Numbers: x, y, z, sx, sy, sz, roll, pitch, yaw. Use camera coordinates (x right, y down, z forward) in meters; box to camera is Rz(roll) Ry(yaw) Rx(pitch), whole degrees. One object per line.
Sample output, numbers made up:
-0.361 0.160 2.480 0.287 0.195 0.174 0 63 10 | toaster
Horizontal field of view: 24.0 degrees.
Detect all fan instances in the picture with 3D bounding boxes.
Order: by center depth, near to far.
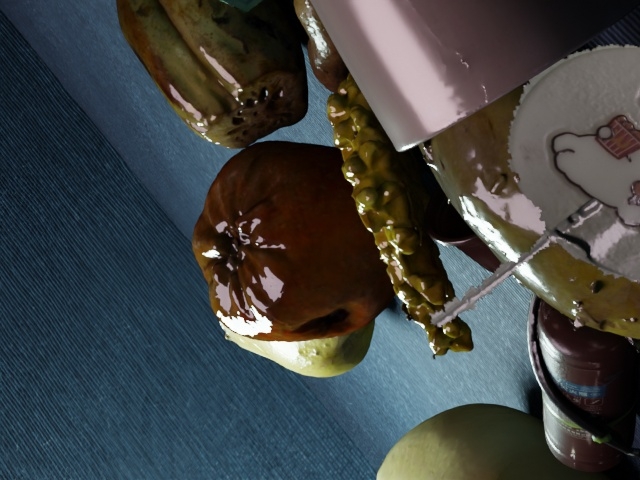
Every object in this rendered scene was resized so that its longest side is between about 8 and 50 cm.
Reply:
0.181 -0.016 1.080 0.191 0.009 0.329 42 132 -4 | fan

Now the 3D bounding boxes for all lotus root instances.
-0.135 -0.253 1.764 0.291 0.193 0.193 54 170 24 | lotus root

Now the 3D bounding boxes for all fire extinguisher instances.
0.265 0.125 1.427 0.141 0.105 0.341 32 161 24 | fire extinguisher

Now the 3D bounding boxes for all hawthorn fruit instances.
-0.019 -0.001 1.758 0.258 0.262 0.258 10 114 24 | hawthorn fruit

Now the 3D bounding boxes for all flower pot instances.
0.168 -0.015 1.426 0.089 0.111 0.111 46 175 -35 | flower pot

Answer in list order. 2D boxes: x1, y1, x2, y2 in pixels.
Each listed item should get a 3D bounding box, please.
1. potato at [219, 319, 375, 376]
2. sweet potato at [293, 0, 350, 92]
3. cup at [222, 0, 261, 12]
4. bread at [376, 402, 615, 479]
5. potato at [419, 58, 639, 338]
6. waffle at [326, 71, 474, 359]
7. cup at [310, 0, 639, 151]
-0.016 0.095 2.225 0.242 0.242 0.285 44 146 43 | potato
0.010 -0.211 1.596 0.065 0.051 0.218 44 166 27 | sweet potato
-0.133 -0.354 1.592 0.235 0.134 0.148 43 168 30 | cup
0.241 0.365 1.832 0.348 0.253 0.376 61 166 -9 | bread
0.179 -0.043 1.184 0.296 0.141 0.191 49 167 16 | potato
0.072 -0.041 1.536 0.293 0.069 0.260 -101 -15 -54 | waffle
0.100 -0.203 0.987 0.253 0.191 0.200 -27 97 49 | cup
